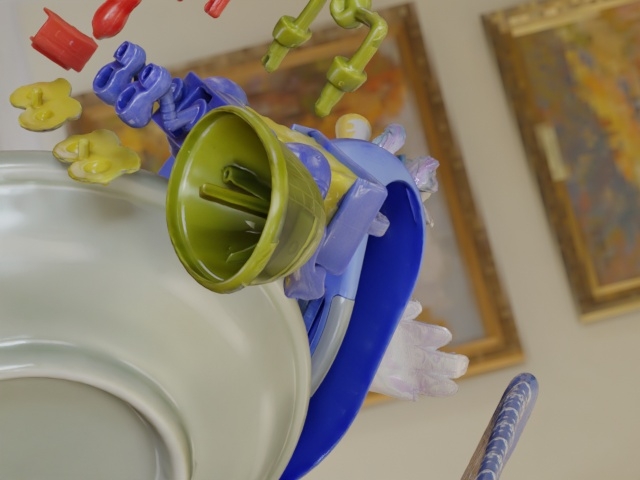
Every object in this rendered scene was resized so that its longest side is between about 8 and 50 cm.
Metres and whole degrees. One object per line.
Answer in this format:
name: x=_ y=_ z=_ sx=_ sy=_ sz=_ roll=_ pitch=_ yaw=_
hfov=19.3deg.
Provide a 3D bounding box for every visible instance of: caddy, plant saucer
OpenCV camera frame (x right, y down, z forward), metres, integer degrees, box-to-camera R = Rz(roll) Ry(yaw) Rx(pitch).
caddy: x=-0.044 y=0.060 z=1.637 sx=0.179 sy=0.241 sz=0.341 roll=30 pitch=-80 yaw=43
plant saucer: x=-0.196 y=0.131 z=1.213 sx=0.100 sy=0.400 sz=0.400 roll=-108 pitch=-176 yaw=-52

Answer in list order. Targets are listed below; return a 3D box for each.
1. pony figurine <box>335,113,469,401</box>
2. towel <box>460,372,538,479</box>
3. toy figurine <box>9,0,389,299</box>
pony figurine: x=0.000 y=0.000 z=2.078 sx=0.363 sy=0.351 sz=0.303 roll=-57 pitch=143 yaw=-52
towel: x=0.110 y=0.259 z=1.543 sx=0.336 sy=0.040 sz=0.243 roll=-49 pitch=163 yaw=-71
toy figurine: x=-0.012 y=-0.062 z=1.135 sx=0.217 sy=0.191 sz=0.362 roll=33 pitch=4 yaw=-35
